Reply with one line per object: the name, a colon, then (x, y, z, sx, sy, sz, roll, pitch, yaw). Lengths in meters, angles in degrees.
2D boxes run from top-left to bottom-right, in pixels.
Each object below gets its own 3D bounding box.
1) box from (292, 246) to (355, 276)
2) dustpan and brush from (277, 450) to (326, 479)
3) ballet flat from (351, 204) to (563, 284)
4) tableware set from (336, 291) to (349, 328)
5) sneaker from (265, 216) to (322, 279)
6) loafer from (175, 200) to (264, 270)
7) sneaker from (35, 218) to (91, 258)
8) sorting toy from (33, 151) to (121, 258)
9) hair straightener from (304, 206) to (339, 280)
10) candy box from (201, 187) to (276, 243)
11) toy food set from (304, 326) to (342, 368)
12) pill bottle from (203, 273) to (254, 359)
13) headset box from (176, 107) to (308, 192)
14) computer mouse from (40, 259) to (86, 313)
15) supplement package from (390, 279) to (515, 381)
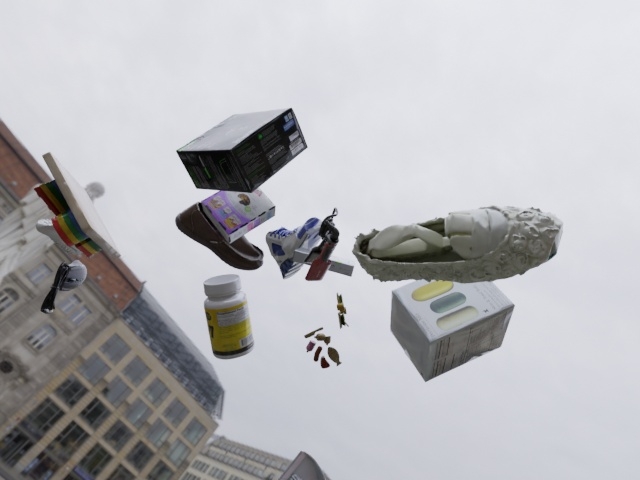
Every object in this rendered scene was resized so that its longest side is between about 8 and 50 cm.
box: (0.014, 0.065, 1.398, 0.186, 0.145, 0.038, 16, -86, 5)
dustpan and brush: (-0.017, 0.694, 1.196, 0.211, 0.147, 0.060, 51, -30, -7)
ballet flat: (0.231, 0.009, 0.859, 0.408, 0.147, 0.147, -13, -61, 39)
tableware set: (0.063, 0.198, 1.288, 0.024, 0.104, 0.154, -9, -8, 4)
sneaker: (-0.126, 0.001, 1.753, 0.182, 0.127, 0.316, 48, -44, 15)
loafer: (-0.349, -0.015, 1.652, 0.365, 0.134, 0.130, 32, -65, -24)
sneaker: (-0.828, -0.002, 1.477, 0.090, 0.095, 0.235, 29, -1, 28)
sorting toy: (-0.702, -0.074, 1.275, 0.257, 0.089, 0.255, 56, -16, 13)
hair straightener: (0.000, 0.000, 0.873, 0.047, 0.089, 0.230, -1, -26, -8)
candy box: (-0.279, -0.110, 1.544, 0.165, 0.196, 0.070, 49, -23, 17)
toy food set: (0.002, 0.293, 1.209, 0.019, 0.077, 0.122, -138, -155, -76)
pill bottle: (-0.252, 0.204, 1.223, 0.119, 0.119, 0.209, 1, -76, 39)
headset box: (-0.228, -0.258, 1.276, 0.283, 0.246, 0.131, 10, -47, 43)
computer mouse: (-0.865, 0.163, 1.533, 0.060, 0.184, 0.262, 24, -8, -15)
supplement package: (0.361, 0.222, 1.271, 0.199, 0.262, 0.198, -123, -161, -44)
